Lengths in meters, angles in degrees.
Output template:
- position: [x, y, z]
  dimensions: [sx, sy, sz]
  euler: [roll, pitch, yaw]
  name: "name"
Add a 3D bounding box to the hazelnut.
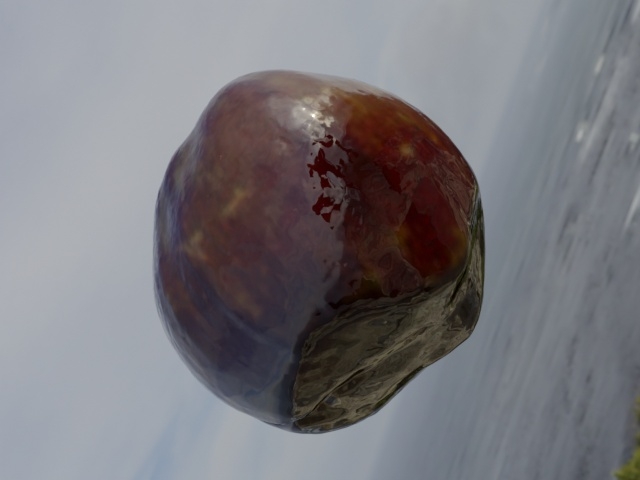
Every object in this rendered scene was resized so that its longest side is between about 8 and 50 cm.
- position: [0.000, 0.000, 0.743]
  dimensions: [0.234, 0.218, 0.218]
  euler: [-61, 1, 40]
  name: "hazelnut"
